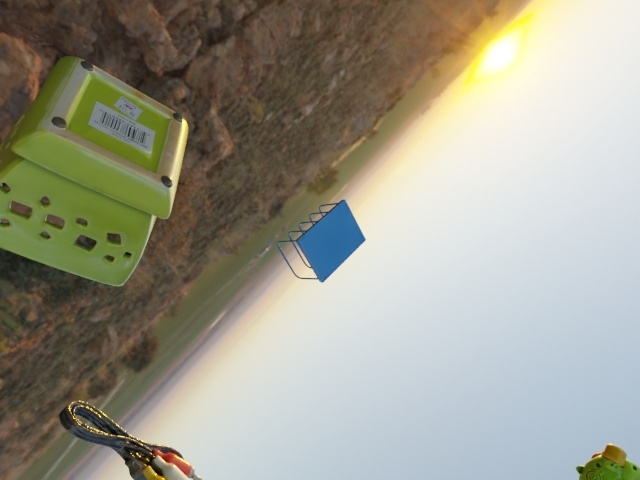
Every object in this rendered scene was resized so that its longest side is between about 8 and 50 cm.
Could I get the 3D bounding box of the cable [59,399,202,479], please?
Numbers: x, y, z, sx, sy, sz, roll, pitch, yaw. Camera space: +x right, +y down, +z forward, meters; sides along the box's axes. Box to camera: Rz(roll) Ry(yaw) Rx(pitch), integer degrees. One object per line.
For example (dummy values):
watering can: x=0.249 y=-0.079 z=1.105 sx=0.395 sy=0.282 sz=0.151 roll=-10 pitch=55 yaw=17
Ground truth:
cable: x=-0.325 y=0.371 z=0.872 sx=0.072 sy=0.287 sz=0.139 roll=-38 pitch=-172 yaw=10

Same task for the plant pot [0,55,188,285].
plant pot: x=-0.323 y=-0.103 z=0.688 sx=0.207 sy=0.228 sz=0.227 roll=-37 pitch=-141 yaw=34

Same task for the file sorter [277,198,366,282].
file sorter: x=0.000 y=0.000 z=1.143 sx=0.105 sy=0.118 sz=0.170 roll=-2 pitch=-146 yaw=51

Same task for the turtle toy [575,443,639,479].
turtle toy: x=0.373 y=0.314 z=0.589 sx=0.095 sy=0.130 sz=0.066 roll=-57 pitch=166 yaw=-11
